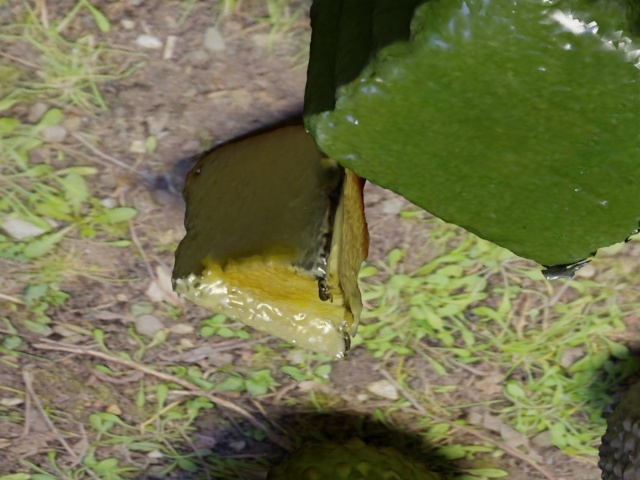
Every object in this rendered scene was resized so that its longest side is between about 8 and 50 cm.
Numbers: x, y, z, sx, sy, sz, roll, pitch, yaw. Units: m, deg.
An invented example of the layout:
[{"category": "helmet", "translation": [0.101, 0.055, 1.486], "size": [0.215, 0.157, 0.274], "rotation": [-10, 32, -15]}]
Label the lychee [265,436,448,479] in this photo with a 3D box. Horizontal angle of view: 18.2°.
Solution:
[{"category": "lychee", "translation": [0.028, 0.310, 1.798], "size": [0.320, 0.270, 0.270], "rotation": [41, 149, 20]}]

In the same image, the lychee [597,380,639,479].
[{"category": "lychee", "translation": [0.316, 0.179, 1.666], "size": [0.165, 0.197, 0.165], "rotation": [31, 138, 33]}]

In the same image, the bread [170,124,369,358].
[{"category": "bread", "translation": [0.000, 0.000, 1.488], "size": [0.169, 0.140, 0.160], "rotation": [23, 152, -26]}]

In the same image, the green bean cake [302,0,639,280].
[{"category": "green bean cake", "translation": [0.143, -0.119, 1.290], "size": [0.250, 0.156, 0.247], "rotation": [27, 141, -24]}]
